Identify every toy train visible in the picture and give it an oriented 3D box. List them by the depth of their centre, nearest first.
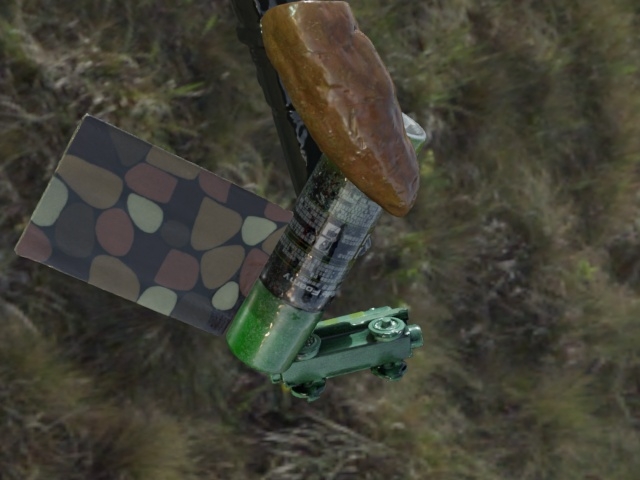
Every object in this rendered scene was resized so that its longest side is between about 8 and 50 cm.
[{"bbox_3d":[0.025,0.130,1.373,0.200,0.132,0.083,-10,115,-10],"label":"toy train"}]

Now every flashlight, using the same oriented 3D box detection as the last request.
[{"bbox_3d":[-0.023,-0.160,1.262,0.103,0.103,0.424,-48,131,-45],"label":"flashlight"}]

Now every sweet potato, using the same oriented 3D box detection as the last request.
[{"bbox_3d":[0.031,-0.125,1.009,0.252,0.097,0.097,56,44,-28],"label":"sweet potato"}]

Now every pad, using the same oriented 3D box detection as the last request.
[{"bbox_3d":[-0.162,-0.008,1.073,0.235,0.003,0.158,26,103,-23],"label":"pad"}]

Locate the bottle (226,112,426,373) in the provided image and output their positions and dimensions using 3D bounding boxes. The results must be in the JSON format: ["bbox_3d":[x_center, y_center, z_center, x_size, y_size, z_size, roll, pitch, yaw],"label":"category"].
[{"bbox_3d":[0.000,0.000,1.217,0.093,0.330,0.093,26,21,-11],"label":"bottle"}]
